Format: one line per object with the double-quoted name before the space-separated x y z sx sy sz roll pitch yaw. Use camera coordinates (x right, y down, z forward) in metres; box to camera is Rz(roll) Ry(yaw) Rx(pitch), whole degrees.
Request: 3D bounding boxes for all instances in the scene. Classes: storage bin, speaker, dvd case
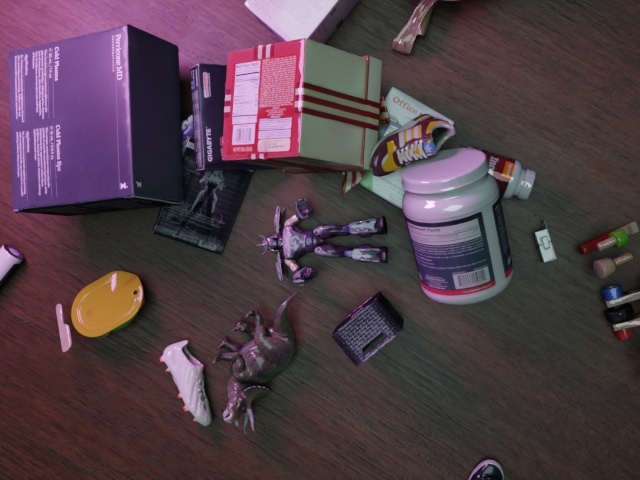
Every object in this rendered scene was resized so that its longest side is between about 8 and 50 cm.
"storage bin" 0.100 0.180 1.662 0.122 0.180 0.084 -40 88 6
"speaker" -0.737 0.076 1.816 0.055 0.055 0.136 41 95 3
"dvd case" -0.251 -0.094 1.731 0.164 0.018 0.221 19 96 -29

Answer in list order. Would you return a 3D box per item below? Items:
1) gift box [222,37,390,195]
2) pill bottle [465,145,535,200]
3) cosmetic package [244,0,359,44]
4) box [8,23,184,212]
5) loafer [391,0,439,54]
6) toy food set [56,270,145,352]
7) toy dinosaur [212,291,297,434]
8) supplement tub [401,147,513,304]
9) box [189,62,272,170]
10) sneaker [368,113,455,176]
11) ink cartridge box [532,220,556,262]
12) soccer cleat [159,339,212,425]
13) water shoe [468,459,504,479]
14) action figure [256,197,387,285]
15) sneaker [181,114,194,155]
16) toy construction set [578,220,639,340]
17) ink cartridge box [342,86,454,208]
"gift box" -0.034 -0.236 1.598 0.255 0.258 0.277 9 95 43
"pill bottle" 0.364 -0.137 1.669 0.151 0.086 0.086 17 94 5
"cosmetic package" -0.033 -0.498 1.667 0.151 0.151 0.184 41 97 4
"box" -0.463 -0.234 1.659 0.312 0.179 0.344 -4 87 25
"loafer" 0.209 -0.456 1.693 0.050 0.056 0.148 37 106 3
"toy food set" -0.479 0.158 1.790 0.217 0.071 0.128 -28 65 5
"toy dinosaur" -0.128 0.244 1.740 0.160 0.121 0.314 37 91 -8
"supplement tub" 0.270 -0.027 1.593 0.191 0.191 0.272 -13 113 7
"box" -0.182 -0.259 1.698 0.175 0.051 0.220 -4 92 -30
"sneaker" 0.178 -0.183 1.563 0.185 0.084 0.070 -40 128 -17
"ink cartridge box" 0.467 0.002 1.681 0.028 0.048 0.083 -17 89 7
"soccer cleat" -0.282 0.315 1.770 0.076 0.068 0.196 -29 86 4
"water shoe" 0.333 0.566 1.700 0.072 0.080 0.203 26 95 4
"action figure" 0.000 0.000 1.711 0.284 0.099 0.186 -3 97 10
"sneaker" -0.298 -0.165 1.744 0.104 0.095 0.236 31 101 0
"toy construction set" 0.704 0.085 1.603 0.237 0.257 0.309 -23 66 -11
"ink cartridge box" 0.163 -0.191 1.686 0.154 0.093 0.212 32 93 5
